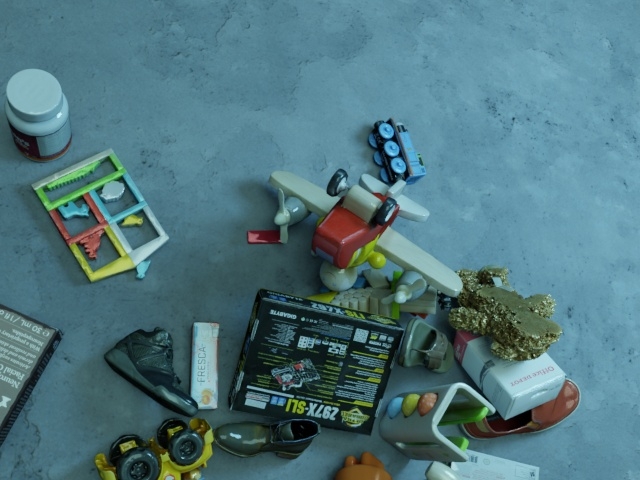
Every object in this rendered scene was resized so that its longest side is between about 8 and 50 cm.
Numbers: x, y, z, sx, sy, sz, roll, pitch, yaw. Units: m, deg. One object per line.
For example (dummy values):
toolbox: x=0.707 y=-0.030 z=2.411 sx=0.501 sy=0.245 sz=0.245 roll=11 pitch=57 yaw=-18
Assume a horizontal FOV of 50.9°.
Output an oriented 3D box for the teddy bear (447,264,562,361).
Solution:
teddy bear: x=0.419 y=0.168 z=1.574 sx=0.245 sy=0.113 sz=0.338 roll=-16 pitch=35 yaw=-30

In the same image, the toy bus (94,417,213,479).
toy bus: x=-0.303 y=0.475 z=1.315 sx=0.220 sy=0.149 sz=0.211 roll=-18 pitch=93 yaw=-24

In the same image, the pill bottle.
pill bottle: x=-0.585 y=-0.257 z=1.396 sx=0.121 sy=0.221 sz=0.121 roll=5 pitch=72 yaw=-16

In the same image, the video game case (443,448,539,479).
video game case: x=0.382 y=0.599 z=1.538 sx=0.232 sy=0.042 sz=0.210 roll=16 pitch=70 yaw=-12

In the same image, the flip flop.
flip flop: x=0.252 y=0.248 z=1.505 sx=0.277 sy=0.080 sz=0.112 roll=32 pitch=73 yaw=-52

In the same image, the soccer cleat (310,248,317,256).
soccer cleat: x=0.000 y=0.000 z=1.603 sx=0.029 sy=0.035 sz=0.083 roll=26 pitch=68 yaw=-8

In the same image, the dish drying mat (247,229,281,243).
dish drying mat: x=-0.131 y=-0.008 z=1.580 sx=0.083 sy=0.008 sz=0.032 roll=-1 pitch=75 yaw=-19

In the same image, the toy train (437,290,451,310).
toy train: x=0.286 y=0.112 z=1.614 sx=0.027 sy=0.036 sz=0.158 roll=2 pitch=30 yaw=-7

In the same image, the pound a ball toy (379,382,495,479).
pound a ball toy: x=0.215 y=0.402 z=1.394 sx=0.136 sy=0.319 sz=0.208 roll=39 pitch=67 yaw=-3

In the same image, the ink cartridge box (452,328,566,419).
ink cartridge box: x=0.435 y=0.288 z=1.569 sx=0.159 sy=0.092 sz=0.218 roll=-16 pitch=43 yaw=-21

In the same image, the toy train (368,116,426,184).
toy train: x=0.194 y=-0.225 z=1.714 sx=0.105 sy=0.080 sz=0.184 roll=-9 pitch=74 yaw=-29

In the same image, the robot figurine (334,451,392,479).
robot figurine: x=0.088 y=0.554 z=1.391 sx=0.158 sy=0.128 sz=0.219 roll=6 pitch=47 yaw=2

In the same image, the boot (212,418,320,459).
boot: x=-0.107 y=0.393 z=1.383 sx=0.219 sy=0.106 sz=0.082 roll=15 pitch=45 yaw=-32

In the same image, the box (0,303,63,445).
box: x=-0.666 y=0.301 z=1.249 sx=0.191 sy=0.143 sz=0.381 roll=27 pitch=69 yaw=-9

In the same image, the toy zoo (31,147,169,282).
toy zoo: x=-0.467 y=-0.039 z=1.471 sx=0.192 sy=0.030 sz=0.293 roll=-31 pitch=84 yaw=-23

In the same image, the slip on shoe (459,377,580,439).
slip on shoe: x=0.491 y=0.400 z=1.602 sx=0.332 sy=0.101 sz=0.123 roll=-7 pitch=74 yaw=-21

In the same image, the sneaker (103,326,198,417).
sneaker: x=-0.319 y=0.259 z=1.375 sx=0.228 sy=0.087 sz=0.130 roll=31 pitch=63 yaw=20

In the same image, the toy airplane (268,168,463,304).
toy airplane: x=0.087 y=-0.013 z=1.506 sx=0.385 sy=0.386 sz=0.272 roll=18 pitch=108 yaw=-30

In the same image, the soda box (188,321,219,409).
soda box: x=-0.248 y=0.267 z=1.429 sx=0.058 sy=0.063 sz=0.183 roll=4 pitch=73 yaw=-14

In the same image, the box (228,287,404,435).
box: x=-0.010 y=0.262 z=1.440 sx=0.322 sy=0.079 sz=0.257 roll=13 pitch=101 yaw=-13

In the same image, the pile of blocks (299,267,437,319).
pile of blocks: x=0.107 y=0.154 z=1.569 sx=0.362 sy=0.149 sz=0.112 roll=-9 pitch=119 yaw=-10
